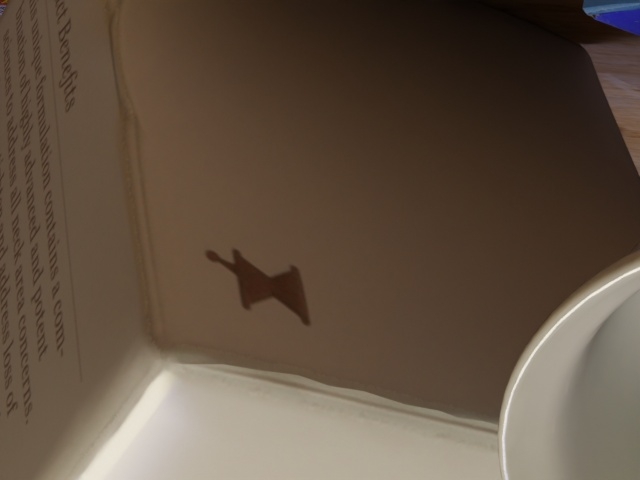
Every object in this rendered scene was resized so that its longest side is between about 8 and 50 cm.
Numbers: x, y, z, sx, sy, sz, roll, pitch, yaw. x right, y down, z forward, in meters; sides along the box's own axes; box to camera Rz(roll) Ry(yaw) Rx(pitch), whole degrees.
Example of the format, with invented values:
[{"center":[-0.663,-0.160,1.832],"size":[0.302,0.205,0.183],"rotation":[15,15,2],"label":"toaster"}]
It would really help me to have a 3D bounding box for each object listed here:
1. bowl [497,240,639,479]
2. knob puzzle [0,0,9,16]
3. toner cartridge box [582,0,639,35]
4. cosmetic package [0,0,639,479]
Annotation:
[{"center":[0.223,0.061,0.551],"size":[0.298,0.134,0.298],"rotation":[16,136,16],"label":"bowl"},{"center":[-0.221,-0.171,1.028],"size":[0.213,0.030,0.213],"rotation":[-7,170,-1],"label":"knob puzzle"},{"center":[0.279,-0.064,0.529],"size":[0.348,0.075,0.165],"rotation":[15,176,-25],"label":"toner cartridge box"},{"center":[-0.050,0.088,0.846],"size":[0.327,0.393,0.329],"rotation":[17,-140,-29],"label":"cosmetic package"}]
